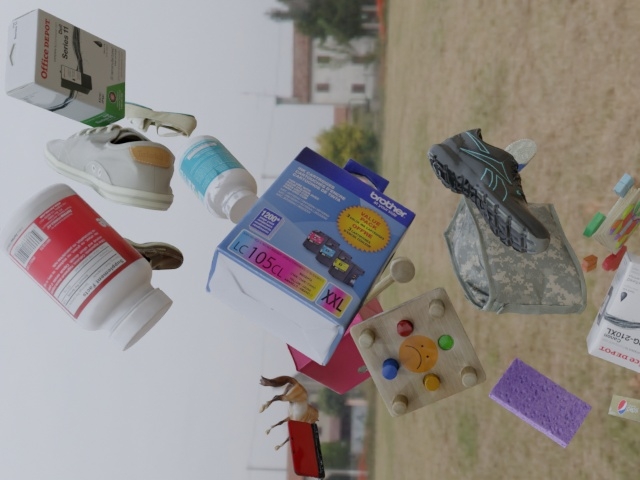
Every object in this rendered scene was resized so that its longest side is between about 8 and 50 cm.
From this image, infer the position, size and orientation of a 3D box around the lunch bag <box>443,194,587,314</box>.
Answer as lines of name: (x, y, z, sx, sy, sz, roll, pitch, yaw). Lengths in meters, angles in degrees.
lunch bag: (0.429, 0.056, 1.705, 0.169, 0.235, 0.287, 108, 160, -44)

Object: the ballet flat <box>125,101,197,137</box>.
ballet flat: (-0.491, -0.350, 2.273, 0.086, 0.249, 0.086, 11, -90, -87)

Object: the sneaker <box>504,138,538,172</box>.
sneaker: (0.416, -0.159, 1.714, 0.152, 0.058, 0.084, -43, -17, -8)

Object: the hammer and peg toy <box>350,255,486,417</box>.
hammer and peg toy: (0.205, 0.226, 1.858, 0.361, 0.266, 0.127, 63, -168, -5)

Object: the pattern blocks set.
pattern blocks set: (0.721, -0.041, 1.840, 0.325, 0.026, 0.285, 8, -64, -51)

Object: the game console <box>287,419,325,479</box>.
game console: (-0.042, 0.537, 1.938, 0.124, 0.085, 0.144, 105, 160, -52)

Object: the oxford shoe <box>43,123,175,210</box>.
oxford shoe: (-0.403, -0.161, 1.484, 0.449, 0.169, 0.130, 21, 103, 51)

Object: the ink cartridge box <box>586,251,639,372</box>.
ink cartridge box: (0.724, 0.169, 1.727, 0.100, 0.172, 0.237, -41, -30, -68)

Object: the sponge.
sponge: (0.521, 0.383, 1.833, 0.117, 0.210, 0.031, -50, -21, -19)

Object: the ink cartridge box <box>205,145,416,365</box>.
ink cartridge box: (0.000, 0.000, 1.483, 0.395, 0.270, 0.151, -54, -7, -42)

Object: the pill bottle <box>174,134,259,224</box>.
pill bottle: (-0.261, -0.153, 2.010, 0.264, 0.146, 0.146, 46, 151, 37)

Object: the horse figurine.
horse figurine: (-0.088, 0.473, 2.190, 0.066, 0.174, 0.263, 30, 142, 49)

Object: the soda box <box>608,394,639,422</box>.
soda box: (0.837, 0.451, 2.032, 0.181, 0.061, 0.058, 147, 142, -79)

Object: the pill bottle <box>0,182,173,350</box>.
pill bottle: (-0.569, 0.072, 1.902, 0.229, 0.408, 0.229, -46, -1, -1)

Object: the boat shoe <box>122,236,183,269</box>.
boat shoe: (-0.500, 0.060, 2.195, 0.095, 0.258, 0.095, -57, 45, 27)

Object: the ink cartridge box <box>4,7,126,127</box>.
ink cartridge box: (-0.472, -0.317, 1.444, 0.208, 0.087, 0.153, 16, -113, -53)

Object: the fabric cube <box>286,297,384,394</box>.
fabric cube: (0.051, 0.273, 2.354, 0.258, 0.254, 0.259, 39, -161, -48)

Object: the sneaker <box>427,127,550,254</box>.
sneaker: (0.284, -0.090, 1.235, 0.267, 0.106, 0.101, 52, 171, 33)
